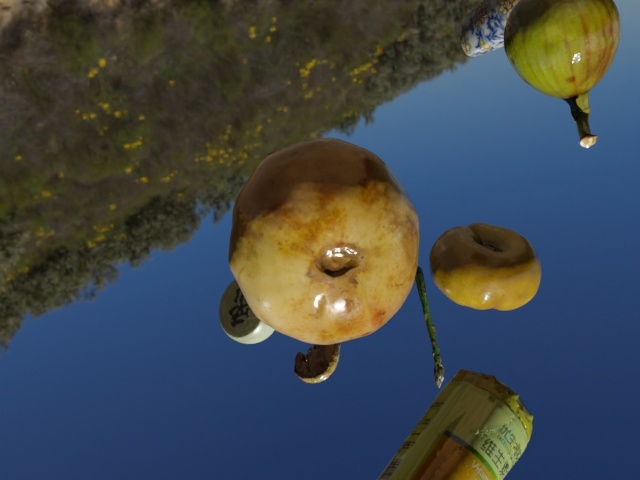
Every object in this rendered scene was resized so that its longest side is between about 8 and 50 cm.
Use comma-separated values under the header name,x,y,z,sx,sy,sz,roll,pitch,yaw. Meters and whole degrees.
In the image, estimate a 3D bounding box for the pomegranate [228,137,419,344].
name,x,y,z,sx,sy,sz,roll,pitch,yaw
pomegranate,0.000,0.000,1.247,0.338,0.338,0.338,-10,-164,3

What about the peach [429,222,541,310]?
name,x,y,z,sx,sy,sz,roll,pitch,yaw
peach,0.358,0.054,1.632,0.251,0.153,0.251,7,-158,-3

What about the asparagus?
name,x,y,z,sx,sy,sz,roll,pitch,yaw
asparagus,0.205,0.162,1.396,0.023,0.233,0.022,-13,176,30

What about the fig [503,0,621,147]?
name,x,y,z,sx,sy,sz,roll,pitch,yaw
fig,0.334,-0.247,0.981,0.142,0.186,0.148,-36,-153,-1

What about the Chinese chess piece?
name,x,y,z,sx,sy,sz,roll,pitch,yaw
Chinese chess piece,-0.148,0.143,1.548,0.144,0.144,0.058,3,168,40

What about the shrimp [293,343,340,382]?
name,x,y,z,sx,sy,sz,roll,pitch,yaw
shrimp,-0.009,0.234,1.836,0.117,0.066,0.262,-8,-140,9

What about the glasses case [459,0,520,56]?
name,x,y,z,sx,sy,sz,roll,pitch,yaw
glasses case,0.336,-0.401,1.305,0.065,0.087,0.248,-10,178,-29

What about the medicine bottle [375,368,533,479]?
name,x,y,z,sx,sy,sz,roll,pitch,yaw
medicine bottle,0.149,0.259,0.857,0.124,0.124,0.239,9,-134,49
